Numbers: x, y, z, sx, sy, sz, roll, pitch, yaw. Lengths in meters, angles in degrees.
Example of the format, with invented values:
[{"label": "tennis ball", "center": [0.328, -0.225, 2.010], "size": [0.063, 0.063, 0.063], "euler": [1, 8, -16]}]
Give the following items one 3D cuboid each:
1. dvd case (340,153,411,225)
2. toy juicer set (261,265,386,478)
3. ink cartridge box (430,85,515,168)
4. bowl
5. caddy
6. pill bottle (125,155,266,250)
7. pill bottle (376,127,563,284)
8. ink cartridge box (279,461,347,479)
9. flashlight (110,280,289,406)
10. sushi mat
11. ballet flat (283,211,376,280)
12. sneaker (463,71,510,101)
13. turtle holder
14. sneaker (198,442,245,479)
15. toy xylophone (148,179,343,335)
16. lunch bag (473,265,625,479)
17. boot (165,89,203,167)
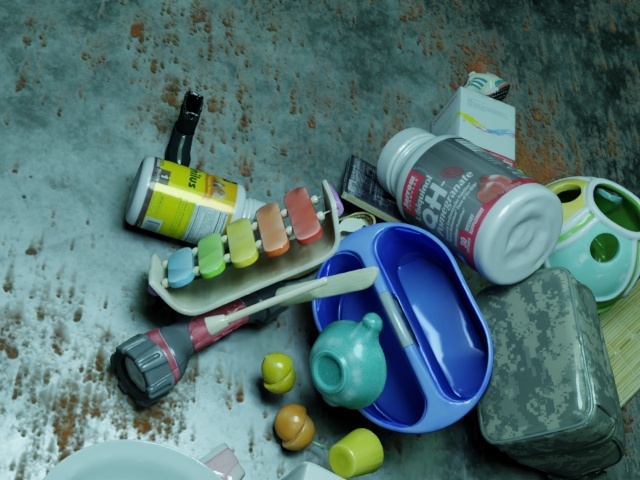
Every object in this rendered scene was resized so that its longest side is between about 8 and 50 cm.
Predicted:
[{"label": "dvd case", "center": [0.142, -0.067, 1.908], "size": [0.221, 0.018, 0.164], "euler": [27, 28, -8]}, {"label": "toy juicer set", "center": [0.009, 0.178, 1.580], "size": [0.089, 0.209, 0.329], "euler": [-12, 108, -50]}, {"label": "ink cartridge box", "center": [0.289, -0.178, 2.018], "size": [0.127, 0.128, 0.176], "euler": [18, 55, -15]}, {"label": "bowl", "center": [-0.245, 0.417, 1.368], "size": [0.297, 0.134, 0.298], "euler": [17, 37, -13]}, {"label": "caddy", "center": [0.131, 0.140, 1.655], "size": [0.241, 0.179, 0.341], "euler": [-27, 70, 5]}, {"label": "pill bottle", "center": [-0.200, -0.054, 1.712], "size": [0.214, 0.117, 0.117], "euler": [17, 55, -16]}, {"label": "pill bottle", "center": [0.239, -0.072, 1.777], "size": [0.176, 0.176, 0.318], "euler": [-14, 34, -31]}, {"label": "ink cartridge box", "center": [-0.043, 0.469, 1.409], "size": [0.117, 0.207, 0.283], "euler": [27, 53, -10]}, {"label": "flashlight", "center": [-0.172, 0.140, 1.616], "size": [0.304, 0.103, 0.103], "euler": [-29, 75, -35]}, {"label": "sushi mat", "center": [0.595, 0.188, 2.009], "size": [0.316, 0.019, 0.151], "euler": [-32, 77, -37]}, {"label": "ballet flat", "center": [0.000, 0.000, 1.804], "size": [0.232, 0.073, 0.080], "euler": [-24, 71, -34]}, {"label": "sneaker", "center": [0.314, -0.307, 2.165], "size": [0.161, 0.057, 0.075], "euler": [-24, 56, -33]}, {"label": "turtle holder", "center": [0.454, -0.020, 1.928], "size": [0.320, 0.227, 0.243], "euler": [47, 47, 9]}, {"label": "sneaker", "center": [-0.164, 0.354, 1.520], "size": [0.070, 0.051, 0.134], "euler": [47, 48, 14]}, {"label": "toy xylophone", "center": [-0.100, 0.026, 1.574], "size": [0.322, 0.236, 0.081], "euler": [-27, 113, -5]}, {"label": "lunch bag", "center": [0.394, 0.234, 1.763], "size": [0.256, 0.212, 0.305], "euler": [34, 43, -45]}, {"label": "boot", "center": [-0.229, -0.186, 1.791], "size": [0.045, 0.099, 0.121], "euler": [14, 56, -16]}]
